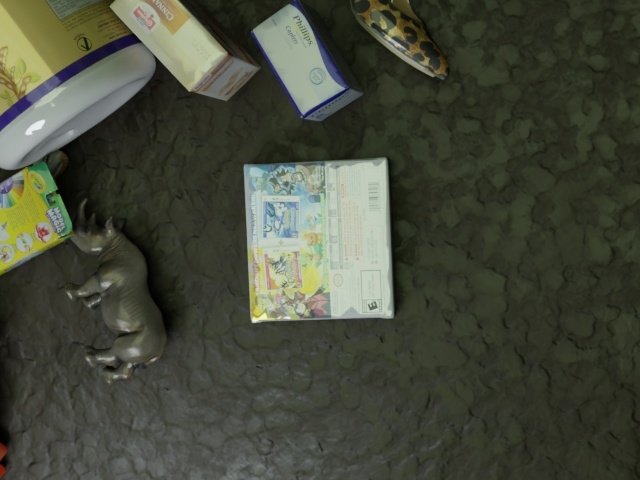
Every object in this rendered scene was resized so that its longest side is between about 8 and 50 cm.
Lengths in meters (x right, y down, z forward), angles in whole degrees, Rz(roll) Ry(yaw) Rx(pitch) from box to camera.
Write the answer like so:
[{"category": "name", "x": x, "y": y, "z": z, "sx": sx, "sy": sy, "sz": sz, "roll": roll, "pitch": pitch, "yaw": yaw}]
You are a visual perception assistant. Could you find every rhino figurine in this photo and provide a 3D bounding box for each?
[{"category": "rhino figurine", "x": -0.271, "y": 0.059, "z": 1.642, "sx": 0.106, "sy": 0.073, "sz": 0.243, "roll": -21, "pitch": 82, "yaw": 15}]

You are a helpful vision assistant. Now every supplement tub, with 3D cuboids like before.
[{"category": "supplement tub", "x": -0.387, "y": -0.281, "z": 1.546, "sx": 0.241, "sy": 0.241, "sz": 0.331, "roll": -35, "pitch": 93, "yaw": 9}]

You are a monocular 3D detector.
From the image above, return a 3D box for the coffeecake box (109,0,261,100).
[{"category": "coffeecake box", "x": -0.162, "y": -0.249, "z": 1.552, "sx": 0.068, "sy": 0.185, "sz": 0.142, "roll": -44, "pitch": 86, "yaw": 9}]

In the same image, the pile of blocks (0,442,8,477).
[{"category": "pile of blocks", "x": -0.482, "y": 0.258, "z": 1.685, "sx": 0.112, "sy": 0.149, "sz": 0.362, "roll": -2, "pitch": 105, "yaw": -33}]

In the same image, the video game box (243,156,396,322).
[{"category": "video game box", "x": 0.000, "y": 0.000, "z": 1.607, "sx": 0.187, "sy": 0.048, "sz": 0.205, "roll": -2, "pitch": 92, "yaw": 8}]

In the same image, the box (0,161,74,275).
[{"category": "box", "x": -0.400, "y": -0.025, "z": 1.650, "sx": 0.179, "sy": 0.043, "sz": 0.105, "roll": -25, "pitch": 87, "yaw": 29}]

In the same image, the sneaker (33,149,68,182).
[{"category": "sneaker", "x": -0.371, "y": -0.088, "z": 1.677, "sx": 0.037, "sy": 0.032, "sz": 0.083, "roll": 37, "pitch": 93, "yaw": 20}]

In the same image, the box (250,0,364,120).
[{"category": "box", "x": -0.014, "y": -0.220, "z": 1.553, "sx": 0.072, "sy": 0.137, "sz": 0.126, "roll": -31, "pitch": 87, "yaw": 10}]

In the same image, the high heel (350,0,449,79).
[{"category": "high heel", "x": 0.113, "y": -0.339, "z": 1.546, "sx": 0.186, "sy": 0.093, "sz": 0.261, "roll": -46, "pitch": 76, "yaw": 15}]
